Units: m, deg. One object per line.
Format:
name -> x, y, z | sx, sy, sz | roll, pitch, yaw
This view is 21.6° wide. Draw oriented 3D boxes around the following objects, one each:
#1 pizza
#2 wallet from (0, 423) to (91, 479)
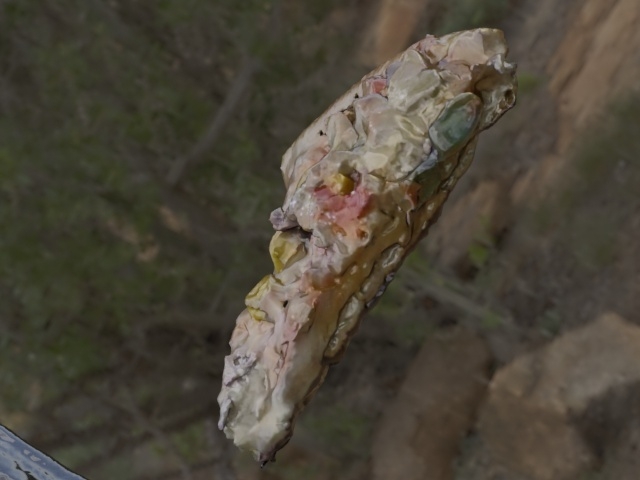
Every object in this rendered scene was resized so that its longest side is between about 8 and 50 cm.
pizza -> 0.000, 0.000, 0.690 | 0.185, 0.052, 0.195 | -32, 30, 59
wallet -> -0.230, 0.172, 0.714 | 0.247, 0.323, 0.041 | 22, 126, 41
